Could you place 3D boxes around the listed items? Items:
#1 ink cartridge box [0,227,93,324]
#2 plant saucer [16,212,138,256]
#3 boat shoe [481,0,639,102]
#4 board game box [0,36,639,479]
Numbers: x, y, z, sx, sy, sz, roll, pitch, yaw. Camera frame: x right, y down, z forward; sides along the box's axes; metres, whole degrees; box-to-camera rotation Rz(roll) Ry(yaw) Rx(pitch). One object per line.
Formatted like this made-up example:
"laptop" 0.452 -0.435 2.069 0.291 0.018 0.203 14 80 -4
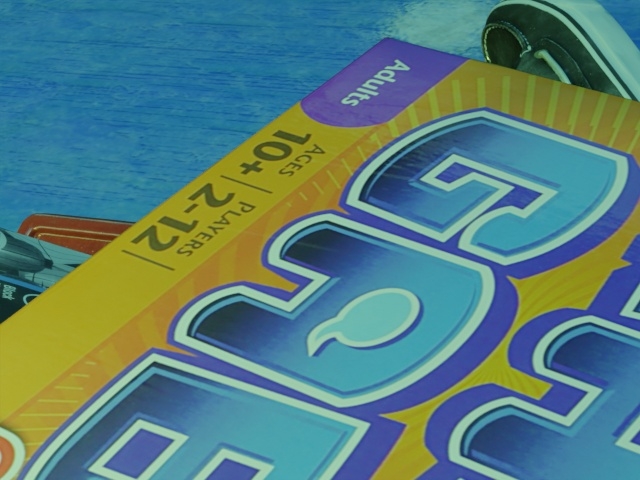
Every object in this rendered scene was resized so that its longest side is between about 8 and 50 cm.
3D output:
"ink cartridge box" -0.058 0.087 1.046 0.333 0.065 0.165 18 17 -14
"plant saucer" -0.148 0.082 1.198 0.259 0.047 0.258 6 55 27
"boat shoe" 0.188 -0.101 1.385 0.119 0.121 0.335 -16 33 -14
"board game box" 0.082 0.185 0.712 0.357 0.356 0.356 19 42 34
